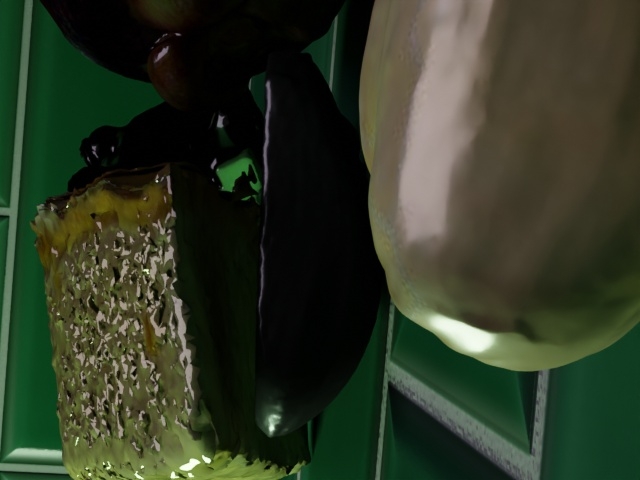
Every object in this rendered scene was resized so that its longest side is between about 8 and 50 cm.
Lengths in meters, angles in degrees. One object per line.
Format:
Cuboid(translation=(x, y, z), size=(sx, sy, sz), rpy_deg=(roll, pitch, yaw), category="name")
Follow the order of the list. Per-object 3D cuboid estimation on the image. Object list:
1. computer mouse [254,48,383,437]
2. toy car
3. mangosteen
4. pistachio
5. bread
Cuboid(translation=(0.000, 0.000, 1.038), size=(0.137, 0.086, 0.270), rpy_deg=(98, 172, -83), category="computer mouse")
Cuboid(translation=(-0.142, -0.058, 1.638), size=(0.176, 0.213, 0.359), rpy_deg=(61, -174, -19), category="toy car")
Cuboid(translation=(-0.096, -0.239, 1.190), size=(0.288, 0.288, 0.288), rpy_deg=(-176, 90, -81), category="mangosteen")
Cuboid(translation=(0.084, -0.054, 0.511), size=(0.145, 0.117, 0.201), rpy_deg=(20, 101, 41), category="pistachio")
Cuboid(translation=(-0.065, 0.065, 1.145), size=(0.315, 0.279, 0.249), rpy_deg=(-12, 79, 56), category="bread")
